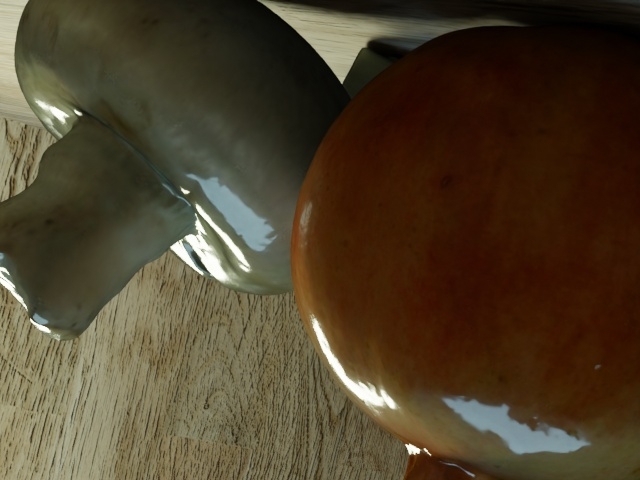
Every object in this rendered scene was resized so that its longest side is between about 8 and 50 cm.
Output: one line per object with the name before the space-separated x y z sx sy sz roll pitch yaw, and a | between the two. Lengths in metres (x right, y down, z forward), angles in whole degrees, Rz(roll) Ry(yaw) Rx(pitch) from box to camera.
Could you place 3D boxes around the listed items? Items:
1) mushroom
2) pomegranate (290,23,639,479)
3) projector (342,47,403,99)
mushroom | -0.099 -0.038 1.013 0.243 0.243 0.243 15 178 1
pomegranate | 0.106 0.026 0.885 0.252 0.270 0.229 16 169 11
projector | 0.096 -0.039 1.217 0.198 0.108 0.250 27 177 2
